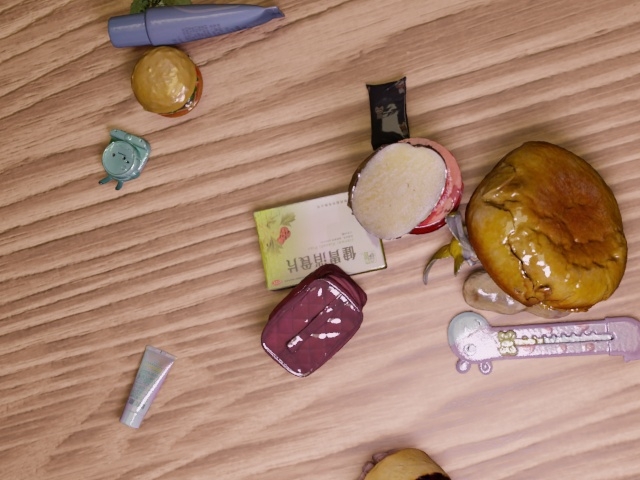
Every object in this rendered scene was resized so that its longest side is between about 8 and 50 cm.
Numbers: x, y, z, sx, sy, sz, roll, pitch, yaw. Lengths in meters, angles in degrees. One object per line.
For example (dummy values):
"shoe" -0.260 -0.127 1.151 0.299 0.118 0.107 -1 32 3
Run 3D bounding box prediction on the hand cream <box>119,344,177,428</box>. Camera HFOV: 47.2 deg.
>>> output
"hand cream" -0.386 0.325 1.620 0.076 0.047 0.174 20 79 12

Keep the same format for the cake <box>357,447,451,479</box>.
"cake" 0.140 0.494 1.443 0.178 0.208 0.185 23 130 43

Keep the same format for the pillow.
"pillow" 0.146 -0.274 1.585 0.090 0.048 0.150 -4 86 7

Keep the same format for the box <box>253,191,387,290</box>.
"box" -0.001 -0.001 1.575 0.260 0.062 0.175 -12 82 7

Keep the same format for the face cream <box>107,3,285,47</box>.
"face cream" -0.276 -0.484 1.626 0.385 0.135 0.086 -6 98 5

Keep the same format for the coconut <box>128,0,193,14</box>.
"coconut" -0.387 -0.535 1.703 0.133 0.055 0.158 43 91 10

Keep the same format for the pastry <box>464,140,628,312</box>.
"pastry" 0.437 -0.027 1.394 0.356 0.164 0.356 10 60 -17

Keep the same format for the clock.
"clock" -0.455 -0.181 1.683 0.101 0.041 0.135 20 88 11

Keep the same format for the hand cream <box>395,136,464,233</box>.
"hand cream" 0.199 -0.109 1.520 0.193 0.125 0.193 -1 85 10

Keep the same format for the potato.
"potato" 0.130 -0.110 1.414 0.182 0.117 0.202 37 91 -28

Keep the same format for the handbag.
"handbag" -0.013 0.161 1.493 0.146 0.135 0.225 45 105 -7

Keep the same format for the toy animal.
"toy animal" 0.293 0.016 1.495 0.155 0.219 0.095 -23 58 -35

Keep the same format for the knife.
"knife" 0.461 0.201 1.485 0.399 0.038 0.132 -4 86 9

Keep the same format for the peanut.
"peanut" 0.400 0.111 1.474 0.228 0.104 0.085 6 112 7

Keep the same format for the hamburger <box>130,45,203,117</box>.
"hamburger" -0.342 -0.352 1.644 0.162 0.115 0.162 -1 84 12
